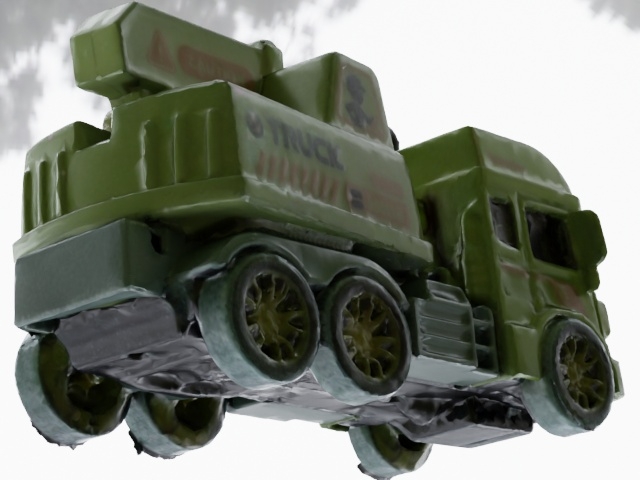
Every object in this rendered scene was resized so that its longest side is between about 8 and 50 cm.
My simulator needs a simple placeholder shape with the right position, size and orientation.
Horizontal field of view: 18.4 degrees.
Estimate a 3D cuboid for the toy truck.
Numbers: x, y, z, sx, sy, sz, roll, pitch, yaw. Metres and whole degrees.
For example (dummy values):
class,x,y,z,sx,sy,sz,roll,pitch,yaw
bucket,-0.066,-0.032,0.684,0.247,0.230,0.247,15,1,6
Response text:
class,x,y,z,sx,sy,sz,roll,pitch,yaw
toy truck,0.000,0.000,0.484,0.169,0.077,0.100,12,-113,-46
